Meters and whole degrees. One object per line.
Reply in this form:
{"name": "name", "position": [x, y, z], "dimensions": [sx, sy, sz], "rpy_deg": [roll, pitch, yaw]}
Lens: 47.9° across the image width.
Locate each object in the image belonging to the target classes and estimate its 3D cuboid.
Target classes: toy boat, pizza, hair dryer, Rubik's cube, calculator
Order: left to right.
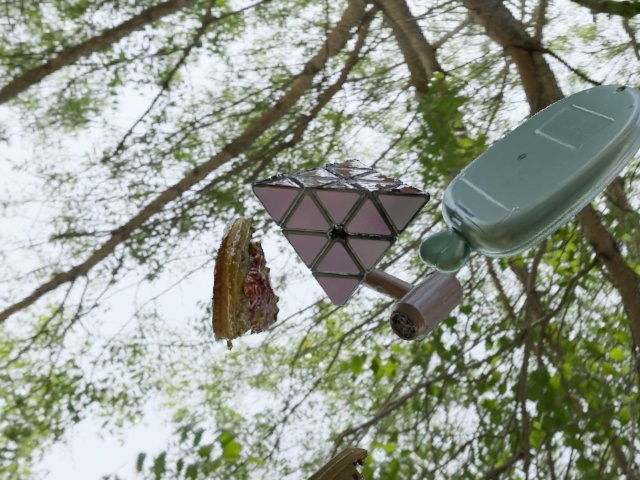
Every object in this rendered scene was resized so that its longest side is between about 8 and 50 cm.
{"name": "pizza", "position": [-0.093, 0.078, 1.031], "dimensions": [0.062, 0.199, 0.188], "rpy_deg": [-1, -113, 16]}
{"name": "Rubik's cube", "position": [0.000, 0.000, 0.907], "dimensions": [0.211, 0.190, 0.178], "rpy_deg": [-139, -130, -66]}
{"name": "toy boat", "position": [0.022, 0.495, 1.449], "dimensions": [0.077, 0.200, 0.057], "rpy_deg": [48, -12, 27]}
{"name": "hair dryer", "position": [0.102, 0.072, 1.046], "dimensions": [0.181, 0.117, 0.064], "rpy_deg": [23, -51, 32]}
{"name": "calculator", "position": [0.229, -0.069, 0.795], "dimensions": [0.295, 0.184, 0.042], "rpy_deg": [-40, -64, 3]}
